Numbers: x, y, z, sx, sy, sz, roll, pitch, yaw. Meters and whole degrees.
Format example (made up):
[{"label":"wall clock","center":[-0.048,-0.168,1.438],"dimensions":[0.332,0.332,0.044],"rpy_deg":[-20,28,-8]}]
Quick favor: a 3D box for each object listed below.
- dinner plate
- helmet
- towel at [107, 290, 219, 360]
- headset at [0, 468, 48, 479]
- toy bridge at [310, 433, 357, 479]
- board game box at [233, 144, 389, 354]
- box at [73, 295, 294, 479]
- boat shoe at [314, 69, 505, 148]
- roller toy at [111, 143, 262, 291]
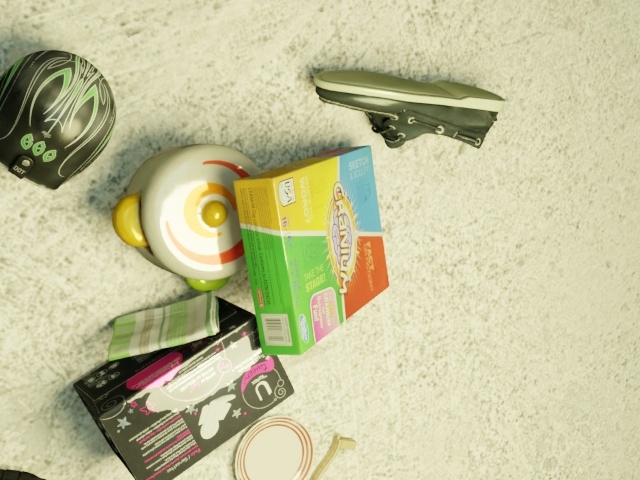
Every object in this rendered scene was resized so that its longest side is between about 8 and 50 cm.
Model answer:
[{"label":"dinner plate","center":[-0.075,0.351,1.284],"dimensions":[0.141,0.017,0.141],"rpy_deg":[-3,97,-27]},{"label":"helmet","center":[-0.344,-0.163,1.024],"dimensions":[0.169,0.169,0.161],"rpy_deg":[36,95,-26]},{"label":"towel","center":[-0.217,0.117,1.108],"dimensions":[0.152,0.113,0.023],"rpy_deg":[-14,111,-3]},{"label":"headset","center":[-0.365,0.450,1.048],"dimensions":[0.394,0.185,0.243],"rpy_deg":[16,88,-16]},{"label":"toy bridge","center":[0.011,0.416,1.330],"dimensions":[0.063,0.026,0.188],"rpy_deg":[13,89,-27]},{"label":"board game box","center":[0.000,0.000,1.167],"dimensions":[0.316,0.064,0.242],"rpy_deg":[-29,113,-59]},{"label":"box","center":[-0.193,0.211,1.127],"dimensions":[0.247,0.163,0.142],"rpy_deg":[-32,111,-22]},{"label":"boat shoe","center":[0.140,-0.203,1.291],"dimensions":[0.340,0.127,0.113],"rpy_deg":[-1,118,-30]},{"label":"roller toy","center":[-0.172,-0.043,1.123],"dimensions":[0.209,0.146,0.191],"rpy_deg":[36,78,-25]}]
